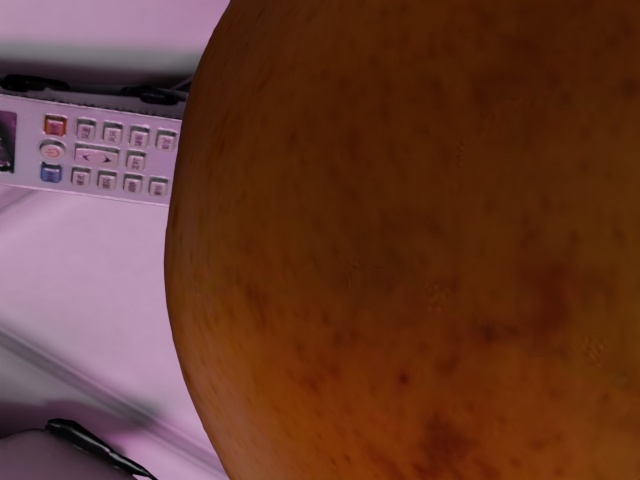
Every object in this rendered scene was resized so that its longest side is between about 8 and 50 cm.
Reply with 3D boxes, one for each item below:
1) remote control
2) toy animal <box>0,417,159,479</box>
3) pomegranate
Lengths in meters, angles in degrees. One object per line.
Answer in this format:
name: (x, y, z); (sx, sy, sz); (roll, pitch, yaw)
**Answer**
remote control: (-0.094, -0.045, 0.725); (0.166, 0.029, 0.065); (7, 142, -7)
toy animal: (-0.245, 0.250, 0.952); (0.258, 0.194, 0.357); (41, 130, 3)
pomegranate: (0.162, -0.002, 0.545); (0.417, 0.416, 0.416); (-3, 142, -2)
